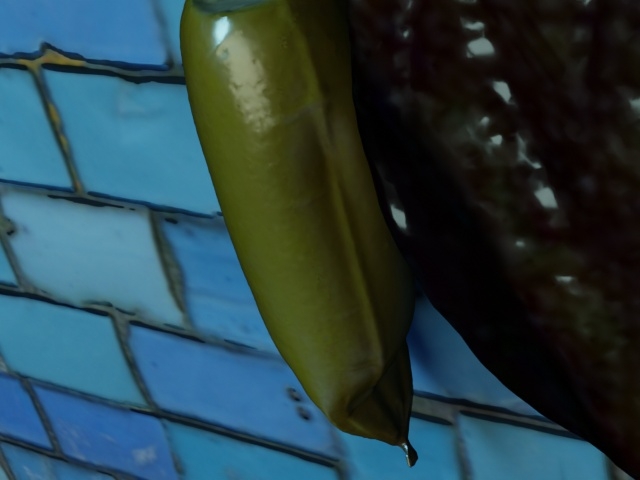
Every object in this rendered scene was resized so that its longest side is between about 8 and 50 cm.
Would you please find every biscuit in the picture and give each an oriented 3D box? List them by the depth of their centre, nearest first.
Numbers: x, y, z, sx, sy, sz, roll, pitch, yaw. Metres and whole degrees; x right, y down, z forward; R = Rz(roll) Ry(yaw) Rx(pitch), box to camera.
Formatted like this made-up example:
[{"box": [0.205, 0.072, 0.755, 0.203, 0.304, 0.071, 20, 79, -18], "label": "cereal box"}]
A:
[{"box": [0.197, -0.049, 0.475, 0.407, 0.091, 0.408, 23, 133, 27], "label": "biscuit"}]

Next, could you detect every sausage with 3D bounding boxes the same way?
[{"box": [0.002, -0.003, 0.654, 0.112, 0.112, 0.328, 7, 127, 35], "label": "sausage"}]
